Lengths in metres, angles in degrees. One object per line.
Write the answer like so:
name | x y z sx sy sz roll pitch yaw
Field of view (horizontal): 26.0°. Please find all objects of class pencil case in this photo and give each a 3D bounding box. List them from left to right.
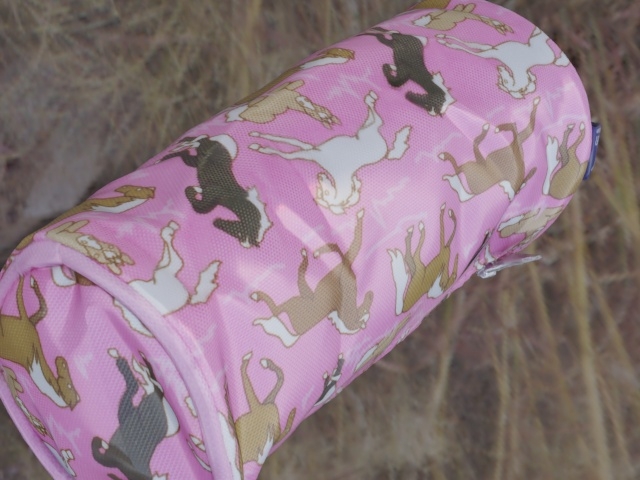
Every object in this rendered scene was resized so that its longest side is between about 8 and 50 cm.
pencil case | 0.000 0.000 0.740 0.386 0.167 0.160 -35 163 -44
